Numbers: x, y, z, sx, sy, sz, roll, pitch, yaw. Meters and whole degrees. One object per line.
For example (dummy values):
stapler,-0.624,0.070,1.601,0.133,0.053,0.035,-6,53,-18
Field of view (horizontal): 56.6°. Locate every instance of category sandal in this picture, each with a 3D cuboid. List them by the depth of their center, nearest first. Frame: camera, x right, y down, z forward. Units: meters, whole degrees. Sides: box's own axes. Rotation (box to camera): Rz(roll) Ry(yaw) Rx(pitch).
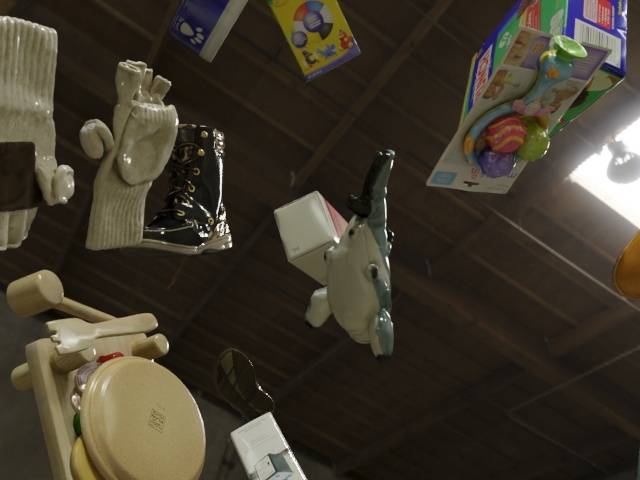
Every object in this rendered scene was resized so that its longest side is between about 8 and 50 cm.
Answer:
sandal,-0.169,0.312,1.277,0.060,0.090,0.219,27,-26,49

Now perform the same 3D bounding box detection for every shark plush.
shark plush,0.030,0.011,0.439,0.073,0.067,0.161,10,-62,35

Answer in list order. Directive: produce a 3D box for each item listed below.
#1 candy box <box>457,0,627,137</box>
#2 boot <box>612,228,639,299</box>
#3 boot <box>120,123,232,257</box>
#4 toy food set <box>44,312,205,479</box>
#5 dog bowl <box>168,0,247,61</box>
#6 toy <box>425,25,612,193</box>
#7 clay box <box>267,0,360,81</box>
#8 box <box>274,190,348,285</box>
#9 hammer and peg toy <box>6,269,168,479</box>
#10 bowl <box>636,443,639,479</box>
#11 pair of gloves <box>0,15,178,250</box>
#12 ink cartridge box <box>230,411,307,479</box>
candy box,0.375,-0.306,1.042,0.122,0.268,0.317,20,-28,-9
boot,0.581,-0.005,0.839,0.295,0.211,0.104,-36,-86,3
boot,-0.302,-0.107,1.284,0.138,0.377,0.285,0,-87,19
toy food set,-0.146,0.152,0.472,0.038,0.132,0.192,-34,-105,20
dog bowl,-0.208,-0.516,1.249,0.104,0.265,0.265,30,-49,-17
toy,0.245,-0.136,0.737,0.136,0.056,0.237,4,-46,-21
clay box,-0.022,-0.459,1.232,0.127,0.053,0.222,-27,-77,4
box,0.000,0.000,1.514,0.126,0.149,0.232,-25,-26,13
hammer and peg toy,-0.323,0.214,0.902,0.127,0.362,0.266,-23,-14,15
bowl,0.603,0.409,0.874,0.311,0.163,0.312,35,-19,14
pair of gloves,-0.230,-0.085,0.573,0.042,0.240,0.204,21,-82,25
ink cartridge box,-0.062,0.399,0.958,0.082,0.191,0.140,-27,-49,-15
